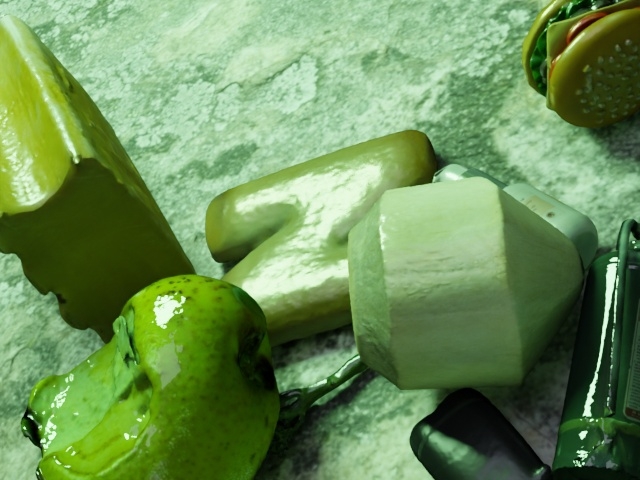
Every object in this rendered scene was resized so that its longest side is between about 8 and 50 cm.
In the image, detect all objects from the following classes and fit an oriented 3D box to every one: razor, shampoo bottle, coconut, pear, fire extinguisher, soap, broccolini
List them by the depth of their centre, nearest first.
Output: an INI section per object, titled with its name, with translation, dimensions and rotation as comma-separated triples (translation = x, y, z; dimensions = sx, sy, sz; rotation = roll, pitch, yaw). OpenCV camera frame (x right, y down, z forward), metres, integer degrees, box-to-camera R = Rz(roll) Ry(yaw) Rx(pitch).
[fire extinguisher]
translation = 0.280, 0.088, 1.169
dimensions = 0.093, 0.118, 0.294
rotation = -3, 57, 34
[razor]
translation = 0.151, 0.207, 1.186
dimensions = 0.090, 0.054, 0.148
rotation = -43, 46, -1
[coconut]
translation = 0.137, 0.042, 1.210
dimensions = 0.222, 0.202, 0.202
rotation = -5, 52, 7
[pear]
translation = -0.150, 0.168, 1.275
dimensions = 0.255, 0.164, 0.238
rotation = -45, 44, 13
[broccolini]
translation = 0.010, 0.143, 1.317
dimensions = 0.254, 0.057, 0.071
rotation = -36, 90, 4
[shampoo bottle]
translation = 0.199, -0.026, 1.328
dimensions = 0.074, 0.074, 0.192
rotation = -46, 45, -10
[soap]
translation = -0.295, -0.062, 1.483
dimensions = 0.156, 0.293, 0.335
rotation = -37, 44, 1

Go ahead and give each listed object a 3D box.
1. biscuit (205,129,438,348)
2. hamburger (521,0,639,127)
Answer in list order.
[biscuit]
translation = 0.000, 0.000, 1.427
dimensions = 0.291, 0.062, 0.236
rotation = -16, 50, 17
[hamburger]
translation = 0.295, -0.199, 1.353
dimensions = 0.162, 0.162, 0.115
rotation = -33, 48, 3
